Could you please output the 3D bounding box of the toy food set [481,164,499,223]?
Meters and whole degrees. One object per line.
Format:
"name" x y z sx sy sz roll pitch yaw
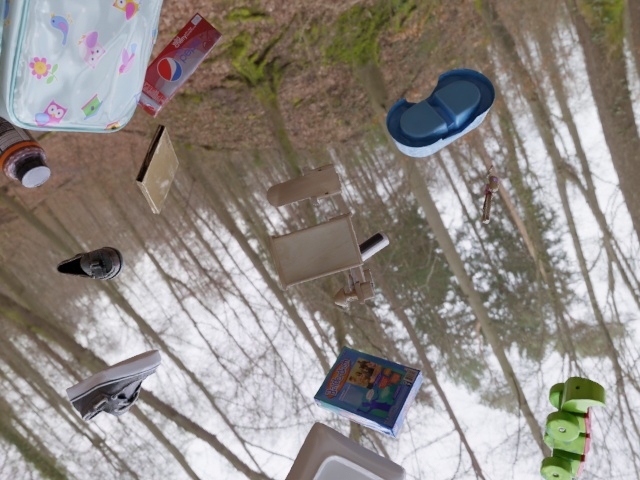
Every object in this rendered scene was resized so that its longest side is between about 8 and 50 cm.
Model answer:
"toy food set" 0.349 -0.088 1.136 0.019 0.122 0.078 8 169 7

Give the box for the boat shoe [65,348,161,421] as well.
"boat shoe" -0.425 0.313 1.158 0.301 0.102 0.108 -28 175 31

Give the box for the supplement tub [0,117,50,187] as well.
"supplement tub" -0.731 -0.218 1.319 0.106 0.198 0.106 -40 168 -10

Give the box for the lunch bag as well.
"lunch bag" -0.311 -0.277 0.675 0.107 0.279 0.224 26 -161 19

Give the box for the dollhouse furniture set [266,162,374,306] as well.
"dollhouse furniture set" 0.000 0.000 1.272 0.173 0.303 0.355 -16 -179 5

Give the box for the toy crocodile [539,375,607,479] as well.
"toy crocodile" 0.542 0.427 1.201 0.105 0.341 0.115 7 -148 24

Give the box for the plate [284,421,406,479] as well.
"plate" 0.036 0.567 1.168 0.277 0.278 0.045 -60 -158 -13

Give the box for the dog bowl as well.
"dog bowl" 0.312 -0.328 1.448 0.297 0.074 0.166 -32 -116 -6

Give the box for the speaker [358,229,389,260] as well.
"speaker" 0.155 0.025 1.806 0.136 0.055 0.055 -33 -155 -16

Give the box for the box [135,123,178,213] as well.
"box" -0.420 -0.180 1.435 0.021 0.201 0.165 15 -110 1

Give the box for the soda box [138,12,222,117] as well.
"soda box" -0.359 -0.434 1.370 0.263 0.083 0.092 -57 -161 -21

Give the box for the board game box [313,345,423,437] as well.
"board game box" 0.112 0.350 1.301 0.210 0.047 0.160 13 -130 32

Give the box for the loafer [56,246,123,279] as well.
"loafer" -0.669 0.076 1.600 0.267 0.096 0.084 -7 -174 41
